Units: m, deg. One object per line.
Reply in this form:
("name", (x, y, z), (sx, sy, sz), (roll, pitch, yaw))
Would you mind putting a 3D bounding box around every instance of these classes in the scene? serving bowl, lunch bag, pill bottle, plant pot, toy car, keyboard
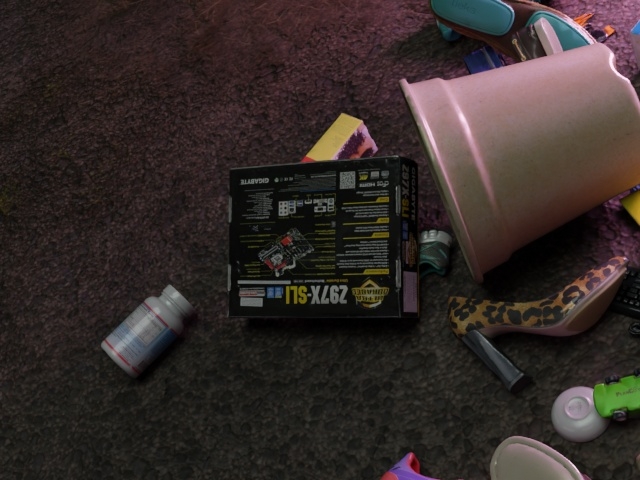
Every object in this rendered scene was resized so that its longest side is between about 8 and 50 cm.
("serving bowl", (0.362, 0.239, 1.513), (0.083, 0.027, 0.083), (-15, 50, 19))
("lunch bag", (0.301, -0.301, 1.924), (0.065, 0.067, 0.098), (-25, 47, 8))
("pill bottle", (-0.296, 0.155, 1.880), (0.160, 0.087, 0.087), (-45, 48, -10))
("plant pot", (0.318, -0.141, 1.635), (0.306, 0.333, 0.333), (-21, 49, 5))
("toy car", (0.483, 0.194, 1.459), (0.225, 0.053, 0.239), (-19, 57, 21))
("keyboard", (0.492, 0.097, 1.556), (0.180, 0.023, 0.108), (17, 66, 37))

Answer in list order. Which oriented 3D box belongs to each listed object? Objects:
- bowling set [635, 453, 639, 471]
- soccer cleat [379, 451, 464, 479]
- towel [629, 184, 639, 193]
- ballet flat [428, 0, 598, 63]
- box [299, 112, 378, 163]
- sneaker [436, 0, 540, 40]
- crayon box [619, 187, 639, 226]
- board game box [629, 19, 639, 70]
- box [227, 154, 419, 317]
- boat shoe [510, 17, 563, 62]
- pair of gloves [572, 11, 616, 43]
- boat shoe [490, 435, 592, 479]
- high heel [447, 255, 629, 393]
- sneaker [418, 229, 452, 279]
("bowling set", (0.483, 0.263, 1.304), (0.154, 0.287, 0.200), (-32, 28, 15))
("soccer cleat", (0.203, 0.385, 1.438), (0.318, 0.108, 0.116), (19, 63, 39))
("towel", (0.540, -0.089, 1.666), (0.119, 0.029, 0.067), (-28, 49, 6))
("ballet flat", (0.350, -0.367, 1.896), (0.342, 0.124, 0.116), (25, 109, 9))
("box", (0.001, -0.112, 1.927), (0.058, 0.087, 0.232), (29, 73, 40))
("sneaker", (0.347, -0.434, 2.000), (0.275, 0.107, 0.109), (-9, 72, 28))
("crayon box", (0.613, -0.061, 1.536), (0.319, 0.081, 0.202), (-27, 30, 7))
("board game box", (0.691, -0.340, 1.733), (0.303, 0.097, 0.224), (27, 71, 40))
("box", (0.000, 0.000, 1.770), (0.322, 0.079, 0.257), (-3, 86, 28))
("boat shoe", (0.384, -0.252, 1.798), (0.069, 0.081, 0.227), (-23, 81, 29))
("pair of gloves", (0.474, -0.372, 1.926), (0.074, 0.010, 0.083), (-34, 50, -1))
("boat shoe", (0.348, 0.371, 1.375), (0.324, 0.097, 0.116), (39, 101, 43))
("high heel", (0.313, 0.075, 1.605), (0.261, 0.093, 0.186), (-45, 53, 7))
("sneaker", (0.135, 0.035, 1.765), (0.167, 0.065, 0.076), (-14, 58, 23))
